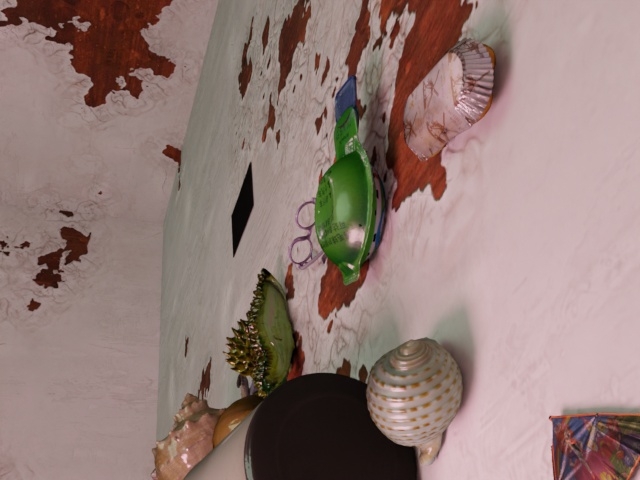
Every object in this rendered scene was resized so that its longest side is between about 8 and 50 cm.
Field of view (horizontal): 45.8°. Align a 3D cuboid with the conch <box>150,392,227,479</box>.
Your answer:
[{"bbox_3d":[-0.260,0.503,1.692,0.263,0.186,0.324,13,-105,-63],"label":"conch"}]

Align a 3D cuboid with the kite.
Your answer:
[{"bbox_3d":[0.227,0.196,0.610,0.159,0.010,0.190,-114,33,-56],"label":"kite"}]

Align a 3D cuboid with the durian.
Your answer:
[{"bbox_3d":[-0.115,0.206,1.492,0.106,0.132,0.375,-55,26,33],"label":"durian"}]

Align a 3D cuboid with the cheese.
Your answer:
[{"bbox_3d":[0.044,-0.092,1.169,0.204,0.083,0.320,144,128,-69],"label":"cheese"}]

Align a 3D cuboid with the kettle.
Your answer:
[{"bbox_3d":[-0.082,0.373,1.003,0.250,0.361,0.376,48,142,10],"label":"kettle"}]

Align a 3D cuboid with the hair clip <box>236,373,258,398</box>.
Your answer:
[{"bbox_3d":[-0.160,0.405,1.645,0.292,0.085,0.106,-95,16,-48],"label":"hair clip"}]

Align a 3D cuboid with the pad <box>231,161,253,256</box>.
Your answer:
[{"bbox_3d":[-0.221,-0.084,2.128,0.243,0.004,0.163,117,153,-48],"label":"pad"}]

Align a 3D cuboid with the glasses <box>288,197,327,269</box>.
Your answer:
[{"bbox_3d":[0.000,0.000,1.370,0.104,0.062,0.140,26,109,48],"label":"glasses"}]

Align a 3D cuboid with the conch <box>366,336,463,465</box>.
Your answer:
[{"bbox_3d":[0.102,0.174,0.873,0.135,0.102,0.153,-84,9,-61],"label":"conch"}]

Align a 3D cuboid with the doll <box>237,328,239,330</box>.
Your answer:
[{"bbox_3d":[-0.172,0.247,1.754,0.206,0.067,0.110,106,172,-69],"label":"doll"}]

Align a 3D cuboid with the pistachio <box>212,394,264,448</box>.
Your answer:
[{"bbox_3d":[-0.145,0.379,1.513,0.210,0.130,0.165,-7,34,52],"label":"pistachio"}]

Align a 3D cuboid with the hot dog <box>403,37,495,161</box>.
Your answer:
[{"bbox_3d":[0.152,-0.165,0.903,0.191,0.059,0.108,144,128,-68],"label":"hot dog"}]
